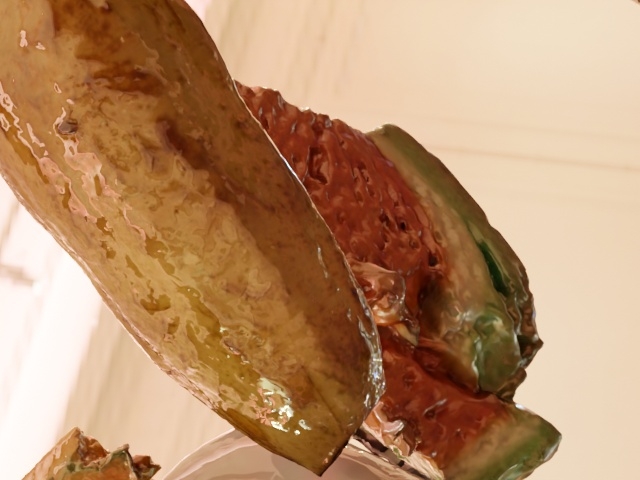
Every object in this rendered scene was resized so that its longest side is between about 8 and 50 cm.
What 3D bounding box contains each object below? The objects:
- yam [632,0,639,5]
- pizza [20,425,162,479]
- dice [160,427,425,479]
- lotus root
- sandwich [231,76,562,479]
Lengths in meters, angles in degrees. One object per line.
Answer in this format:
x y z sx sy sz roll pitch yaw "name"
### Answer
0.118 -0.149 0.916 0.061 0.253 0.061 21 -90 -78 "yam"
-0.110 0.234 1.231 0.081 0.229 0.289 -100 16 -61 "pizza"
0.011 0.202 0.831 0.192 0.193 0.194 -59 -35 -14 "dice"
-0.061 -0.020 0.746 0.258 0.097 0.110 56 164 -1 "lotus root"
0.000 0.000 1.093 0.162 0.250 0.301 -50 -55 -7 "sandwich"
